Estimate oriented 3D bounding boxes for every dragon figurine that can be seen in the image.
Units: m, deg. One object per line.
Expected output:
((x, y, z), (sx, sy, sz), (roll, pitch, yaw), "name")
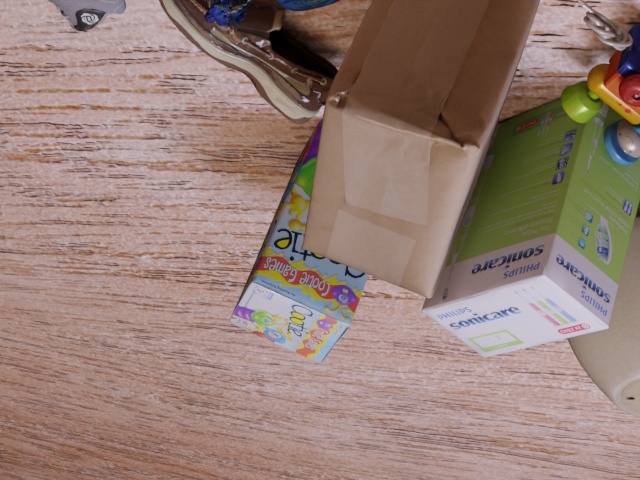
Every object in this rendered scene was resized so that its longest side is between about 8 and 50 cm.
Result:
((-0.019, -0.310, 1.516), (0.289, 0.144, 0.085), (-1, 144, 33), "dragon figurine")

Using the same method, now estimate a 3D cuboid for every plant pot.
((0.453, 0.124, 1.813), (0.284, 0.191, 0.284), (4, 145, 3), "plant pot")

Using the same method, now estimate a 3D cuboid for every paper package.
((0.116, -0.147, 1.527), (0.168, 0.309, 0.325), (21, 149, 7), "paper package")

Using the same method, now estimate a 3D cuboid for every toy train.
((0.324, -0.181, 1.539), (0.248, 0.105, 0.143), (34, 145, -21), "toy train")

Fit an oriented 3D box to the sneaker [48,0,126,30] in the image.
((-0.356, -0.323, 1.774), (0.229, 0.086, 0.132), (12, 151, 15), "sneaker")

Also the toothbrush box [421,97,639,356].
((0.264, -0.021, 1.665), (0.122, 0.283, 0.206), (37, 146, -25), "toothbrush box")

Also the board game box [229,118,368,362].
((0.000, 0.000, 1.874), (0.142, 0.275, 0.144), (24, 150, -5), "board game box")

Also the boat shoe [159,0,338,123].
((-0.081, -0.260, 1.714), (0.257, 0.095, 0.095), (37, 123, -23), "boat shoe")
